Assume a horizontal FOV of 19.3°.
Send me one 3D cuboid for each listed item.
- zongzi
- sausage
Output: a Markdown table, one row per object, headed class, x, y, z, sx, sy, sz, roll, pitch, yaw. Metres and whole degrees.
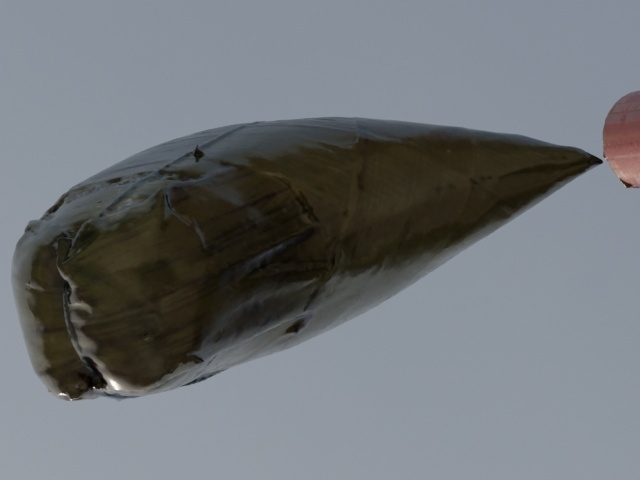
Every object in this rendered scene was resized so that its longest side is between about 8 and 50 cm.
| class | x | y | z | sx | sy | sz | roll | pitch | yaw |
| --- | --- | --- | --- | --- | --- | --- | --- | --- | --- |
| zongzi | 0.000 | 0.000 | 1.243 | 0.360 | 0.323 | 0.160 | -8 | -78 | 13 |
| sausage | 0.289 | -0.079 | 1.262 | 0.074 | 0.274 | 0.074 | 1 | -92 | -23 |
